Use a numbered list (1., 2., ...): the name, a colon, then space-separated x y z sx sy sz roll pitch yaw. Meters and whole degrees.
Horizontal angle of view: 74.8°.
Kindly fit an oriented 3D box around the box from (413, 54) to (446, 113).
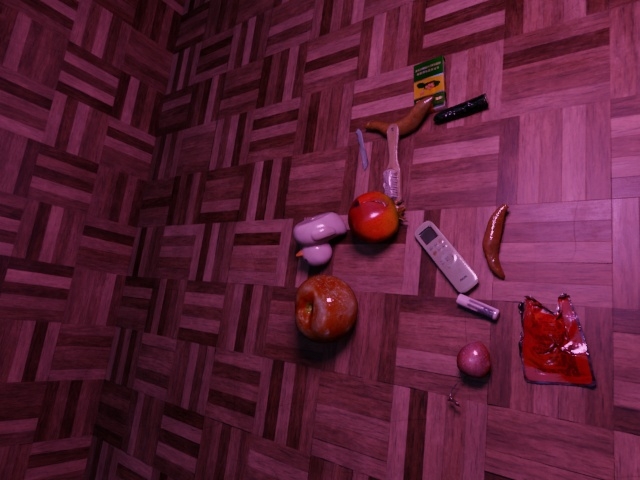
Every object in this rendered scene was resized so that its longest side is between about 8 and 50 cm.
1. box: 0.450 -0.635 1.727 0.132 0.034 0.235 -8 72 34

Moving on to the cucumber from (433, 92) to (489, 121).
1. cucumber: 0.537 -0.501 1.610 0.215 0.058 0.052 -14 103 36

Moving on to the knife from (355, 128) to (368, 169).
1. knife: 0.188 -0.408 1.869 0.028 0.015 0.210 -19 67 24

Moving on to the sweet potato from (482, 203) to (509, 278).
1. sweet potato: 0.593 0.001 1.424 0.078 0.058 0.255 4 83 17

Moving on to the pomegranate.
1. pomegranate: 0.221 -0.091 1.638 0.235 0.210 0.210 -12 68 8

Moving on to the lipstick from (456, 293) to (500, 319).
1. lipstick: 0.532 0.225 1.414 0.141 0.040 0.040 24 92 38

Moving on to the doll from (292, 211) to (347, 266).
1. doll: 0.000 0.000 1.802 0.251 0.221 0.221 -25 59 -2

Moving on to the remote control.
1. remote control: 0.455 0.055 1.522 0.090 0.038 0.309 -43 55 19

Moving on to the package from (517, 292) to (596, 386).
1. package: 0.694 0.297 1.257 0.194 0.071 0.269 -13 73 49

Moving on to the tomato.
1. tomato: 0.029 0.272 1.662 0.270 0.223 0.270 -10 77 55

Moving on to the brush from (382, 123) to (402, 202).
1. brush: 0.287 -0.311 1.694 0.070 0.065 0.327 -1 89 43

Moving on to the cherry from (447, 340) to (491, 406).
1. cherry: 0.488 0.435 1.360 0.107 0.090 0.225 15 94 25

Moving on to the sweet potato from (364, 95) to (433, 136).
1. sweet potato: 0.332 -0.488 1.741 0.346 0.079 0.108 -10 90 44
